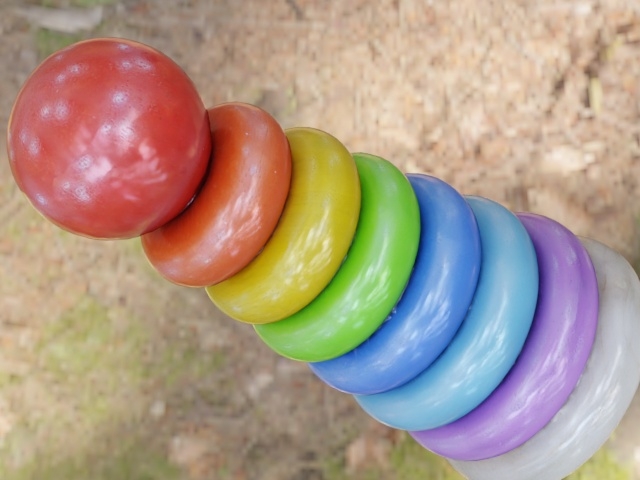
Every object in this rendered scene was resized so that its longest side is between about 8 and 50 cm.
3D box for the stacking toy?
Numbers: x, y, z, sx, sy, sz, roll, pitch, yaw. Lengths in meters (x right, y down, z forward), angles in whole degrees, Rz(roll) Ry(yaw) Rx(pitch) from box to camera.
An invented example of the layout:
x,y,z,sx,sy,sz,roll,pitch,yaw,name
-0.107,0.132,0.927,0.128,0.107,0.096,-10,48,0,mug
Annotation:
x,y,z,sx,sy,sz,roll,pitch,yaw,name
0.000,0.000,0.865,0.330,0.141,0.141,29,130,-30,stacking toy
